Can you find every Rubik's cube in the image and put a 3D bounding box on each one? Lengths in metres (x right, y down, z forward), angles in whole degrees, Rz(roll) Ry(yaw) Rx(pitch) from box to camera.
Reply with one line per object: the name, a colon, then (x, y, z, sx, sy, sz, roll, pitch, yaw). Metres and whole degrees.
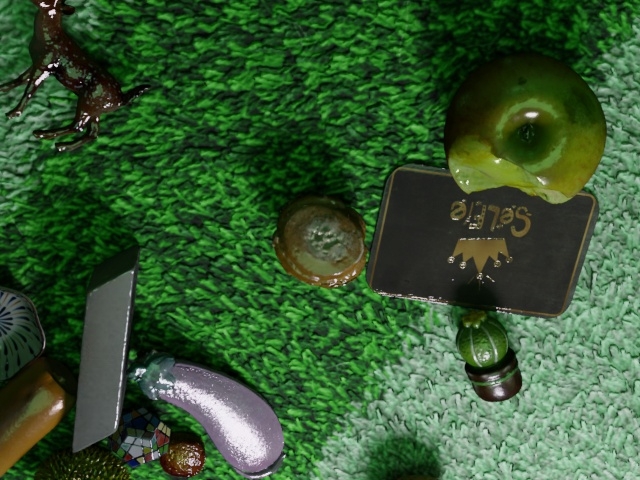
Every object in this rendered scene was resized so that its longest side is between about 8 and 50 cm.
Rubik's cube: (-0.317, 0.342, 1.657, 0.111, 0.093, 0.111, -2, 112, -5)

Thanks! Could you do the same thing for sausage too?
sausage: (-0.550, 0.335, 1.621, 0.328, 0.112, 0.112, -43, 108, 6)

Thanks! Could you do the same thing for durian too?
durian: (-0.406, 0.432, 1.662, 0.198, 0.146, 0.159, 18, 117, -30)

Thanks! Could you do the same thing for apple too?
apple: (0.306, -0.157, 1.434, 0.246, 0.226, 0.246, 0, 102, 1)

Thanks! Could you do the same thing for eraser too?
eraser: (-0.355, 0.179, 1.582, 0.077, 0.111, 0.353, 7, 110, -9)

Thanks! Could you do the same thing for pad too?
pad: (0.282, -0.014, 1.582, 0.375, 0.063, 0.315, 7, 110, -8)

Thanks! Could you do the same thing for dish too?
dish: (-0.546, 0.139, 1.576, 0.190, 0.066, 0.191, -2, 113, -4)

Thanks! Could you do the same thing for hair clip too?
hair clip: (-0.183, 0.293, 1.664, 0.358, 0.110, 0.095, 41, 143, -22)

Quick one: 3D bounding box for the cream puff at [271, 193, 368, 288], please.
cream puff: (0.000, 0.000, 1.534, 0.150, 0.115, 0.165, -30, 90, -7)

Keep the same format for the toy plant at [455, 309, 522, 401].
toy plant: (0.289, 0.197, 1.651, 0.092, 0.093, 0.162, -23, 108, 5)

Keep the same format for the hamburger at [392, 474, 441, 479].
hamburger: (0.178, 0.499, 1.729, 0.175, 0.175, 0.137, -2, 98, -4)

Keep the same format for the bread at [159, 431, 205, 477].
bread: (-0.246, 0.386, 1.701, 0.085, 0.053, 0.085, -2, 111, -4)

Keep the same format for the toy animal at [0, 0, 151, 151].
toy animal: (-0.381, -0.283, 1.430, 0.260, 0.087, 0.243, -45, 121, 11)
